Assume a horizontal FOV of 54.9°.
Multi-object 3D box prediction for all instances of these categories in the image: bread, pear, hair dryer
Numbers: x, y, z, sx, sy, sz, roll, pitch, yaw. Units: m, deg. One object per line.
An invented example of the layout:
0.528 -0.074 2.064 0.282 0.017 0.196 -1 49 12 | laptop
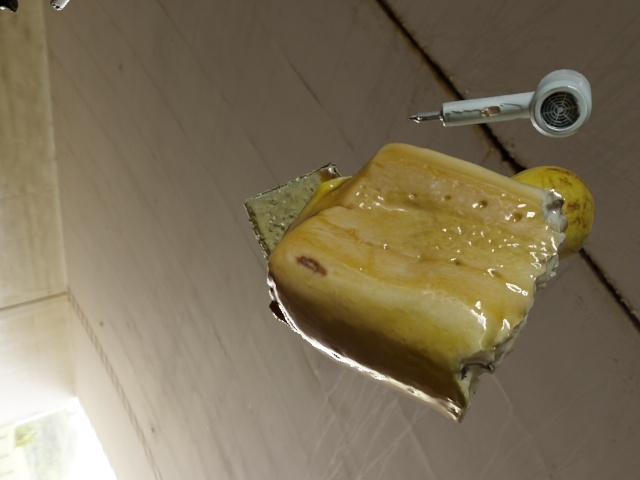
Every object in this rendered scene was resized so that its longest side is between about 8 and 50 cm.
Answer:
0.000 0.000 1.387 0.279 0.248 0.315 -79 147 -80 | bread
0.594 -0.069 1.663 0.280 0.280 0.281 34 -49 50 | pear
0.343 -0.255 1.220 0.357 0.173 0.108 -3 -71 25 | hair dryer
0.123 0.047 0.900 0.394 0.361 0.250 20 -40 26 | bread

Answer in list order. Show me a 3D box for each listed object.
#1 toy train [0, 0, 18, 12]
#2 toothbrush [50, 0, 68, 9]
-0.452 -0.212 0.695 0.100 0.160 0.296 93 0 -58 | toy train
-0.409 -0.457 1.065 0.304 0.030 0.030 -7 -83 47 | toothbrush
